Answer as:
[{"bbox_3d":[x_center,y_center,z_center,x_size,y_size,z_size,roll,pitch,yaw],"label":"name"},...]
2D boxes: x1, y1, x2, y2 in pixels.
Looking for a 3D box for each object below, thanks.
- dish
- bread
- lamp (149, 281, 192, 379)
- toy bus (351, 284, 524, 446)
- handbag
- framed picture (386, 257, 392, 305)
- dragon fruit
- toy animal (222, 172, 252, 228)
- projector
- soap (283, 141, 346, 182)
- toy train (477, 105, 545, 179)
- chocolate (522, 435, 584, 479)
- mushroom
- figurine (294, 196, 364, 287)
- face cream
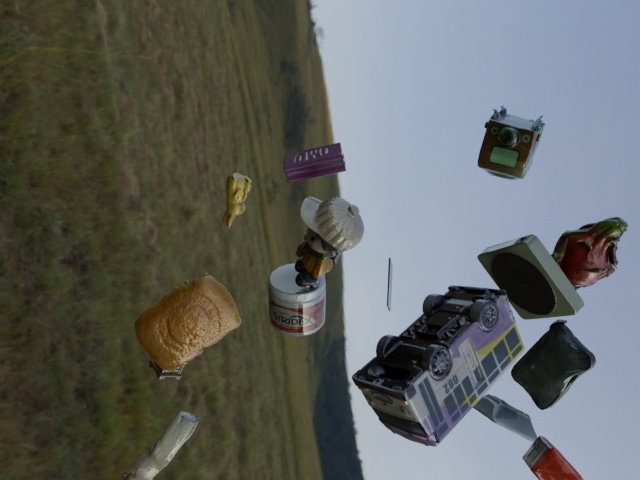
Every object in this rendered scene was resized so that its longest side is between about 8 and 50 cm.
[{"bbox_3d":[0.671,0.630,2.222,0.080,0.243,0.182,-60,-158,-3],"label":"dish"},{"bbox_3d":[-0.328,0.199,1.518,0.174,0.246,0.121,58,-9,-3],"label":"bread"},{"bbox_3d":[-0.445,0.293,1.982,0.089,0.090,0.325,39,-73,42],"label":"lamp"},{"bbox_3d":[0.319,0.325,1.614,0.209,0.440,0.249,1,-59,53],"label":"toy bus"},{"bbox_3d":[0.802,0.435,2.127,0.191,0.075,0.332,53,-44,32],"label":"handbag"},{"bbox_3d":[0.290,0.186,2.565,0.136,0.010,0.200,59,33,-71],"label":"framed picture"},{"bbox_3d":[0.811,0.044,1.826,0.269,0.200,0.198,-33,-147,35],"label":"dragon fruit"},{"bbox_3d":[-0.249,-0.113,1.785,0.083,0.070,0.159,-140,-121,-62],"label":"toy animal"},{"bbox_3d":[0.626,0.112,1.834,0.259,0.079,0.257,54,-20,-2],"label":"projector"},{"bbox_3d":[-0.019,-0.261,2.051,0.122,0.203,0.065,-94,171,-58],"label":"soap"},{"bbox_3d":[0.467,-0.238,1.500,0.326,0.129,0.159,-32,136,-64],"label":"toy train"},{"bbox_3d":[0.732,0.729,1.859,0.234,0.108,0.237,50,1,12],"label":"chocolate"},{"bbox_3d":[-0.332,0.441,1.280,0.059,0.202,0.054,43,-5,1],"label":"mushroom"},{"bbox_3d":[0.027,0.008,1.964,0.332,0.205,0.185,97,-11,-45],"label":"figurine"},{"bbox_3d":[-0.083,0.208,2.154,0.201,0.201,0.187,-113,-159,-57],"label":"face cream"}]
